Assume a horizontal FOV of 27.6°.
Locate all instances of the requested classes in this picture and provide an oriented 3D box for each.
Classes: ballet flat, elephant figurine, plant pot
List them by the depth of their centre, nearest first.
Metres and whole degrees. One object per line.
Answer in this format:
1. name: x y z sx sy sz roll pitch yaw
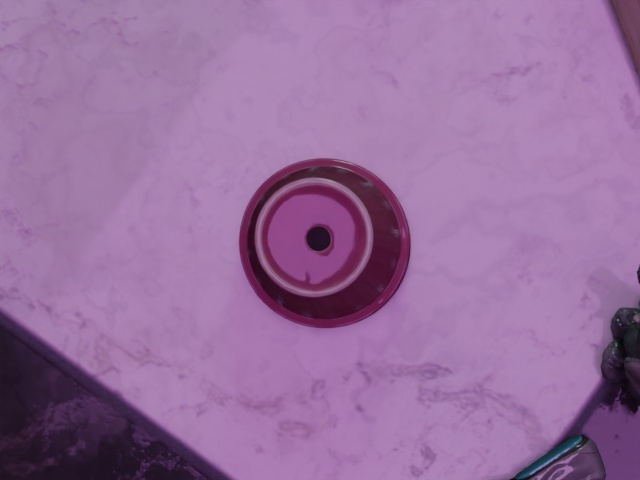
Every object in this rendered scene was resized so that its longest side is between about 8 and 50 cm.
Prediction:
1. elephant figurine: 0.389 0.128 1.403 0.186 0.239 0.169 21 89 5
2. plant pot: 0.000 0.000 1.471 0.201 0.180 0.201 0 87 5
3. ballet flat: 0.229 0.297 1.495 0.213 0.072 0.068 -27 90 3

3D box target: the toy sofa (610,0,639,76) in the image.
1. toy sofa: 0.440 -0.284 1.480 0.150 0.177 0.363 -19 86 -21
